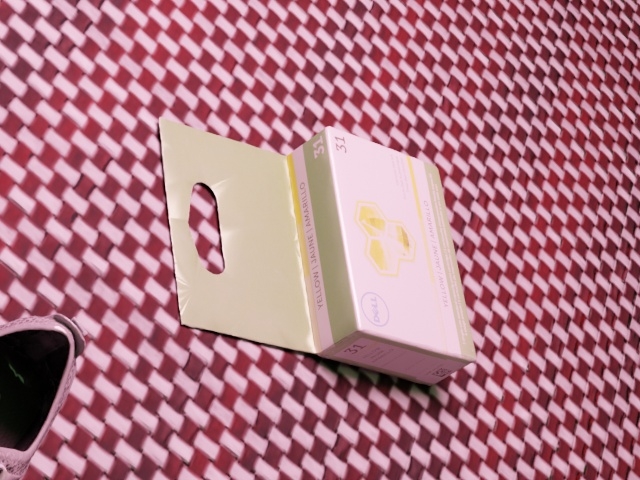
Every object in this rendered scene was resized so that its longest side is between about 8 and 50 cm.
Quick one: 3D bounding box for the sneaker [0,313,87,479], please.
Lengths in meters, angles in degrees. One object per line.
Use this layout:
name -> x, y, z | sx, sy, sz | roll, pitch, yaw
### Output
sneaker -> -0.219, 0.121, 0.956 | 0.105, 0.115, 0.281 | 46, 39, -12

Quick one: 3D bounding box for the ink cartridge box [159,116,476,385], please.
ink cartridge box -> 0.000, 0.000, 1.325 | 0.235, 0.056, 0.171 | 18, 52, -40
